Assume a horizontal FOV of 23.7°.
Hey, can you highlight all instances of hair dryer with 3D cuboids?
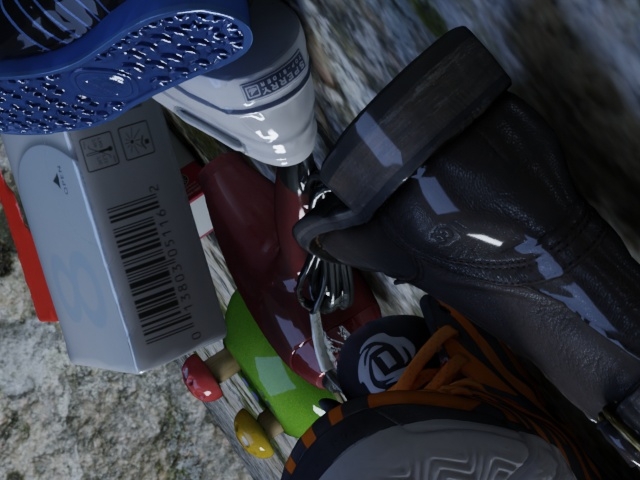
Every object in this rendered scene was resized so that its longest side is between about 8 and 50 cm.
[{"bbox_3d":[0.000,0.000,0.986,0.293,0.080,0.223,25,132,58],"label":"hair dryer"}]

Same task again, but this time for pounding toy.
[{"bbox_3d":[-0.059,0.160,1.520,0.183,0.110,0.237,48,166,34],"label":"pounding toy"}]

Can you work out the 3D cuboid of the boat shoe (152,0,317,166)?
[{"bbox_3d":[-0.090,-0.120,0.887,0.258,0.095,0.084,46,161,45],"label":"boat shoe"}]

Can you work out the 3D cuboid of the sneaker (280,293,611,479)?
[{"bbox_3d":[0.044,0.102,0.725,0.180,0.124,0.321,50,-172,33],"label":"sneaker"}]

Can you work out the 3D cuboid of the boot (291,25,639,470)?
[{"bbox_3d":[0.099,0.042,0.602,0.229,0.091,0.263,46,175,5],"label":"boot"}]

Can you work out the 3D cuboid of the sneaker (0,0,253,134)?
[{"bbox_3d":[-0.119,-0.120,0.791,0.232,0.090,0.081,-13,155,38],"label":"sneaker"}]

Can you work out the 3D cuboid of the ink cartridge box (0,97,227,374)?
[{"bbox_3d":[-0.240,-0.055,1.277,0.385,0.091,0.308,-2,107,57],"label":"ink cartridge box"}]

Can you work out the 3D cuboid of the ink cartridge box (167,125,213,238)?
[{"bbox_3d":[-0.171,-0.053,1.377,0.150,0.109,0.063,49,169,30],"label":"ink cartridge box"}]
